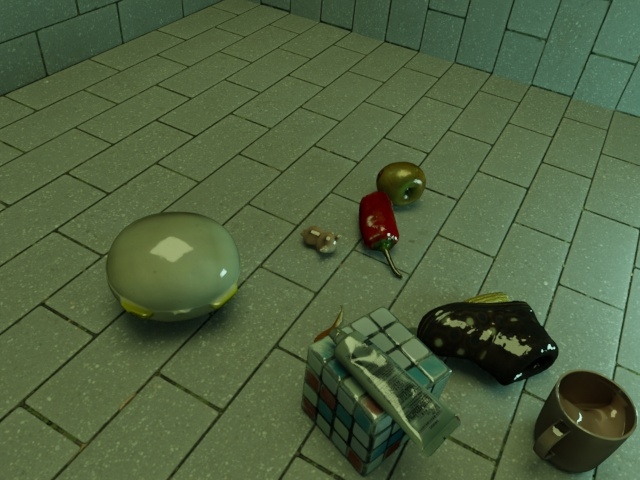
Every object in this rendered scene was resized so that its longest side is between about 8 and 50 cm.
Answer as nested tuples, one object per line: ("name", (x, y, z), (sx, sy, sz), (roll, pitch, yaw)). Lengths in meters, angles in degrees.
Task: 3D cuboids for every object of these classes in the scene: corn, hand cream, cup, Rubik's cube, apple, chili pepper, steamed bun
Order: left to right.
("steamed bun", (-0.417, 0.075, 1.611), (0.373, 0.334, 0.334), (-7, 43, -16))
("Rubik's cube", (0.128, 0.366, 1.398), (0.256, 0.253, 0.259), (-25, 52, -31))
("chili pepper", (0.204, -0.030, 1.943), (0.134, 0.131, 0.338), (-4, 44, 2))
("hand cream", (0.144, 0.312, 1.235), (0.124, 0.078, 0.340), (-30, 60, -35))
("apple", (0.303, -0.220, 2.137), (0.182, 0.183, 0.155), (-8, 36, -16))
("corn", (0.523, 0.209, 1.765), (0.165, 0.063, 0.085), (-11, 35, -21))
("cup", (0.621, 0.468, 1.386), (0.252, 0.200, 0.191), (-19, 48, -27))

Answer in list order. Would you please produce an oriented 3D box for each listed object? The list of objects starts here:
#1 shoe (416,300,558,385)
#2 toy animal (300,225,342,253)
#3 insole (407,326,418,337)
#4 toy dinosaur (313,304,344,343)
("shoe", (0.476, 0.296, 1.582), (0.383, 0.171, 0.237), (0, 37, -19))
("toy animal", (-0.002, -0.003, 1.922), (0.150, 0.084, 0.089), (21, 0, 29))
("insole", (0.211, 0.308, 1.660), (0.231, 0.003, 0.080), (-15, 46, -22))
("toy dinosaur", (0.035, 0.290, 1.635), (0.142, 0.057, 0.212), (-20, 33, -1))
